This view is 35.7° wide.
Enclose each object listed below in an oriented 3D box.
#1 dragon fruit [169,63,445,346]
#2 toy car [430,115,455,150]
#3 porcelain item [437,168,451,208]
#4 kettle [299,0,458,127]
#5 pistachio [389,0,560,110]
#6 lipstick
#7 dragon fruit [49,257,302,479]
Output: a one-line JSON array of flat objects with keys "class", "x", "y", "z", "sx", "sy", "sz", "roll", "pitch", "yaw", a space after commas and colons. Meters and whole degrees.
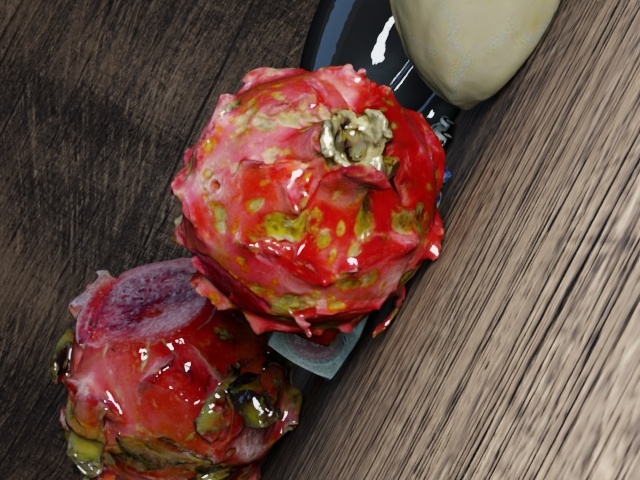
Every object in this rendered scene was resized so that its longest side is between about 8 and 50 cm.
[{"class": "dragon fruit", "x": -0.005, "y": -0.037, "z": 0.742, "sx": 0.210, "sy": 0.205, "sz": 0.268, "roll": -62, "pitch": 3, "yaw": -20}, {"class": "toy car", "x": 0.122, "y": -0.107, "z": 1.054, "sx": 0.041, "sy": 0.025, "sz": 0.093, "roll": -60, "pitch": 3, "yaw": 23}, {"class": "porcelain item", "x": 0.076, "y": 0.000, "z": 0.846, "sx": 0.136, "sy": 0.021, "sz": 0.075, "roll": -62, "pitch": 6, "yaw": 5}, {"class": "kettle", "x": 0.089, "y": -0.219, "z": 1.201, "sx": 0.268, "sy": 0.207, "sz": 0.290, "roll": 25, "pitch": 84, "yaw": 53}, {"class": "pistachio", "x": 0.130, "y": -0.217, "z": 0.817, "sx": 0.137, "sy": 0.153, "sz": 0.237, "roll": -51, "pitch": -32, "yaw": -40}, {"class": "lipstick", "x": 0.032, "y": 0.012, "z": 0.985, "sx": 0.076, "sy": 0.077, "sz": 0.289, "roll": -61, "pitch": 1, "yaw": 36}, {"class": "dragon fruit", "x": -0.144, "y": 0.176, "z": 1.075, "sx": 0.250, "sy": 0.269, "sz": 0.291, "roll": -79, "pitch": -19, "yaw": -58}]
